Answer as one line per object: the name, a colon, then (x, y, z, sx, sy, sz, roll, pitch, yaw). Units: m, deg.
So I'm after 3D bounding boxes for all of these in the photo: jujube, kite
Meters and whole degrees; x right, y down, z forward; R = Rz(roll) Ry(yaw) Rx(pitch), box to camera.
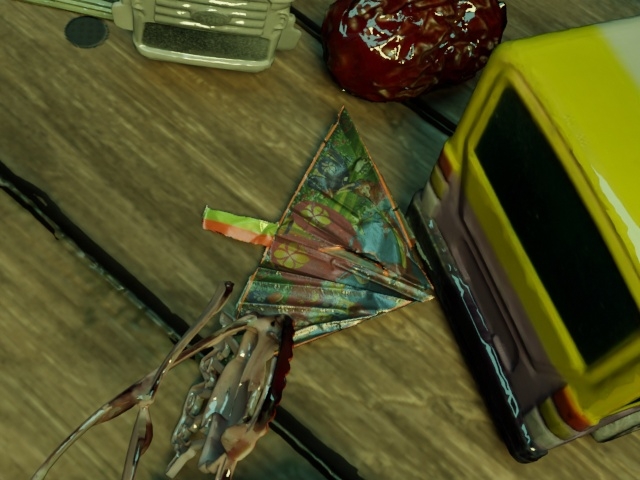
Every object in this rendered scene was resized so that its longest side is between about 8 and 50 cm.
jujube: (0.078, -0.162, 0.617, 0.166, 0.104, 0.104, -9, 63, -19)
kite: (0.000, 0.000, 0.548, 0.183, 0.014, 0.241, 15, 66, 12)

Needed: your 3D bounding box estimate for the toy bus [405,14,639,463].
toy bus: (0.310, -0.038, 0.491, 0.440, 0.249, 0.209, -14, 65, -15)

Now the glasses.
glasses: (-0.098, 0.127, 0.395, 0.095, 0.162, 0.255, 29, 58, -8)

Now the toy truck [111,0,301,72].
toy truck: (-0.083, -0.311, 0.621, 0.146, 0.175, 0.367, 5, 62, -10)

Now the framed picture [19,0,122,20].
framed picture: (-0.243, -0.267, 0.673, 0.183, 0.011, 0.142, 12, 61, -1)
